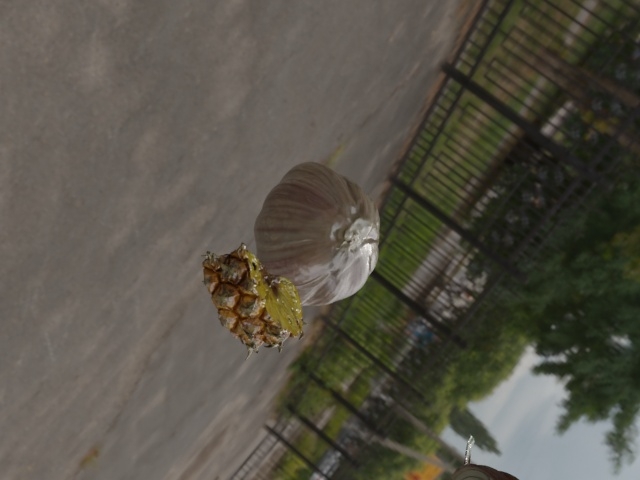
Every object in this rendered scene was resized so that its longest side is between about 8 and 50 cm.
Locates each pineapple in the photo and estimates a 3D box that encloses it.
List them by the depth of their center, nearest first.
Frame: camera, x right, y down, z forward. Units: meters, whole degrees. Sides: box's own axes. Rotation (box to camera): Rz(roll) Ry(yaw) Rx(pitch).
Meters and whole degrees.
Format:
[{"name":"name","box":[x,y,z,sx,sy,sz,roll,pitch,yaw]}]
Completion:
[{"name":"pineapple","box":[-0.088,0.103,1.293,0.080,0.135,0.233,-14,153,23]}]

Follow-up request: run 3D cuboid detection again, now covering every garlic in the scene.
[{"name":"garlic","box":[0.000,0.000,1.889,0.317,0.317,0.259,-45,-162,-33]}]

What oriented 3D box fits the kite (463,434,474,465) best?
[{"name":"kite","box":[0.265,0.522,1.681,0.335,0.012,0.314,46,50,-50]}]

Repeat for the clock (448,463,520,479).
[{"name":"clock","box":[0.241,0.470,1.217,0.080,0.318,0.318,-4,149,-18]}]
